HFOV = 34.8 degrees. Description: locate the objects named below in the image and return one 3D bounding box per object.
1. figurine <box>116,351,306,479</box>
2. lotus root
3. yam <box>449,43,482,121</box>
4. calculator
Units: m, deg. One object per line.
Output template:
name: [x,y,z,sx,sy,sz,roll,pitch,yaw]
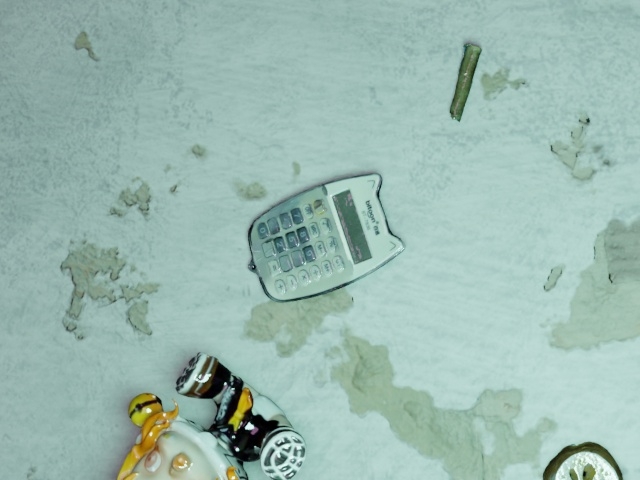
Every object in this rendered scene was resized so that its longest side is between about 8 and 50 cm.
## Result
figurine: [-0.190,0.371,1.593,0.320,0.196,0.323,40,86,28]
lotus root: [0.392,0.358,1.499,0.112,0.081,0.122,-23,74,2]
yam: [0.233,-0.258,1.679,0.033,0.027,0.130,18,84,-4]
calculator: [0.000,0.000,1.689,0.268,0.040,0.177,-20,75,12]
